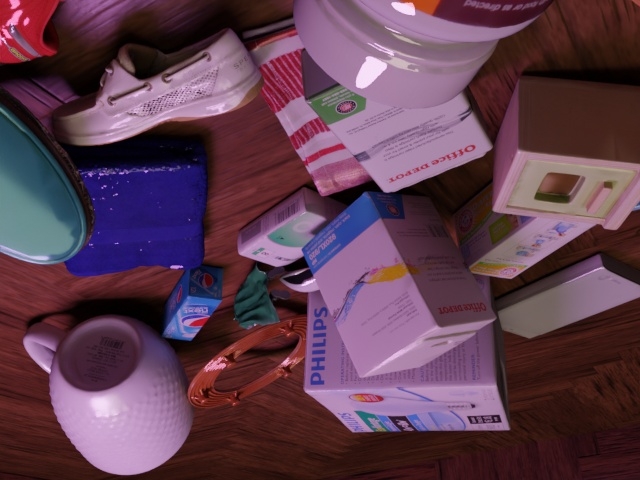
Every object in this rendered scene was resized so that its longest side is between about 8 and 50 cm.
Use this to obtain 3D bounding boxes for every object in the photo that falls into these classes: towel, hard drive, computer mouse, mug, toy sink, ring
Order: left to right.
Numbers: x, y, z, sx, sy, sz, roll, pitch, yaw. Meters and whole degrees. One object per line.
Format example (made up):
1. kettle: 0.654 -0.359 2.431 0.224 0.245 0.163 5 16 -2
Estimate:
1. mug: -0.466 0.290 1.460 0.374 0.276 0.328 23 148 14
2. towel: -0.289 -0.049 1.048 0.228 0.076 0.308 -4 151 -14
3. ring: -0.134 0.277 1.520 0.337 0.032 0.336 -28 155 -15
4. computer mouse: 0.015 0.066 1.279 0.193 0.042 0.106 -15 169 23
5. towel: 0.062 -0.175 0.896 0.237 0.037 0.329 -13 149 13
6. hard drive: 0.520 0.128 1.478 0.203 0.040 0.307 19 144 -35
7. toy sink: 0.359 -0.108 0.906 0.234 0.131 0.152 7 153 3

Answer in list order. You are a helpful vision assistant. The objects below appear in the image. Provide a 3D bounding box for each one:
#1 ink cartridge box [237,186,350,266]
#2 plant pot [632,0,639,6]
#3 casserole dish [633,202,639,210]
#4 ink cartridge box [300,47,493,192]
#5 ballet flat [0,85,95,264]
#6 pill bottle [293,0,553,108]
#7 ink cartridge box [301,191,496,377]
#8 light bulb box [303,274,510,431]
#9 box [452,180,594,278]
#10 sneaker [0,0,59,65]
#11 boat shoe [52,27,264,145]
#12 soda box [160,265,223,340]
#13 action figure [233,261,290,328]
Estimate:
1. ink cartridge box: 0.000 0.000 1.180 0.225 0.056 0.181 22 142 -36
2. plant pot: 0.385 -0.266 0.557 0.291 0.290 0.203 11 131 -25
3. casserole dish: 0.487 -0.105 1.068 0.114 0.037 0.188 -11 149 12
4. ink cartridge box: 0.094 -0.162 0.809 0.153 0.086 0.208 -21 145 20
5. ballet flat: -0.446 -0.154 0.737 0.164 0.182 0.483 -44 132 5
6. pill bottle: 0.120 -0.294 0.504 0.224 0.224 0.392 6 148 -17
7. ink cartridge box: 0.118 0.068 1.069 0.171 0.232 0.168 2 146 -48
8. light bulb box: 0.191 0.249 1.428 0.361 0.225 0.358 -6 151 17
9. box: 0.315 -0.033 1.093 0.103 0.114 0.203 9 148 -24
10. sneaker: -0.289 -0.276 0.644 0.118 0.107 0.279 -11 159 -25
11. boat shoe: -0.206 -0.185 0.802 0.277 0.098 0.096 -11 127 17
12. soda box: -0.255 0.125 1.347 0.067 0.071 0.210 10 147 -23
13. action figure: -0.124 0.117 1.328 0.064 0.137 0.232 -4 162 -26
